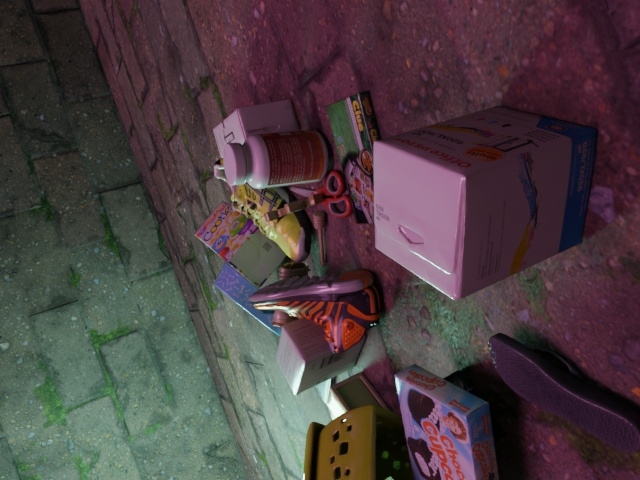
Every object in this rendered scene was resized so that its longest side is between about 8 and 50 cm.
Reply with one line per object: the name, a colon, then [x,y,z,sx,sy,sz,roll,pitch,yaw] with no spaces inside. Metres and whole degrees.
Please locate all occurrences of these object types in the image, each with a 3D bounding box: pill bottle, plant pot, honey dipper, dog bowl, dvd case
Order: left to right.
dog bowl: [-0.198,0.184,1.728,0.297,0.074,0.166,42,171,-27]
pill bottle: [-0.101,-0.181,1.283,0.121,0.216,0.121,34,128,57]
dvd case: [-0.024,0.381,1.766,0.221,0.018,0.164,47,145,40]
honey dipper: [0.000,0.000,1.442,0.030,0.030,0.160,41,143,45]
plant pot: [0.088,0.496,1.216,0.207,0.227,0.228,-20,50,34]

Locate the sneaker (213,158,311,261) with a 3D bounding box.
sneaker: [-0.159,-0.087,1.554,0.384,0.147,0.145,55,148,24]

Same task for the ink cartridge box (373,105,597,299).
ink cartridge box: [0.210,-0.062,0.759,0.171,0.233,0.168,34,137,50]

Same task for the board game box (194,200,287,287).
board game box: [-0.243,0.006,1.727,0.144,0.142,0.275,44,172,-35]

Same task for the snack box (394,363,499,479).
snack box: [0.238,0.404,1.048,0.187,0.060,0.322,17,124,57]

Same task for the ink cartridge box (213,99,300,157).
ink cartridge box: [-0.164,-0.277,1.430,0.203,0.148,0.086,-8,98,63]

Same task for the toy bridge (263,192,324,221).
toy bridge: [-0.061,-0.083,1.408,0.188,0.063,0.026,-17,92,44]

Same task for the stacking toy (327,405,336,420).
stacking toy: [0.065,0.651,1.653,0.309,0.130,0.279,22,127,56]

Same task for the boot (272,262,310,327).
boot: [-0.053,0.140,1.523,0.077,0.213,0.165,5,92,27]

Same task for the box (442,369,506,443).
box: [0.260,0.367,1.137,0.147,0.077,0.180,56,151,26]

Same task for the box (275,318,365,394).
box: [-0.004,0.277,1.466,0.119,0.181,0.182,56,151,31]

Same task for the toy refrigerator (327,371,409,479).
toy refrigerator: [0.132,0.468,1.429,0.269,0.102,0.094,51,148,36]

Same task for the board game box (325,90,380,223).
board game box: [0.085,-0.162,1.168,0.136,0.030,0.259,5,113,64]

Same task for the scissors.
scissors: [-0.005,-0.099,1.391,0.297,0.021,0.109,-7,101,63]

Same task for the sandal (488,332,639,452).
sandal: [0.369,0.223,0.871,0.254,0.054,0.097,33,144,38]

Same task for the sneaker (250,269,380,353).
sneaker: [-0.012,0.179,1.346,0.321,0.124,0.180,-7,104,27]
